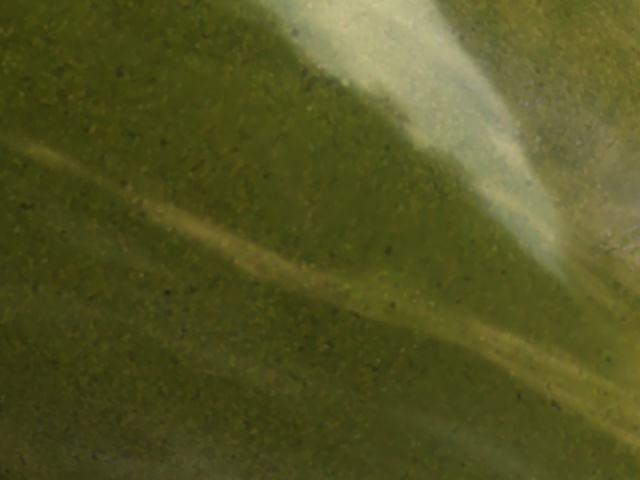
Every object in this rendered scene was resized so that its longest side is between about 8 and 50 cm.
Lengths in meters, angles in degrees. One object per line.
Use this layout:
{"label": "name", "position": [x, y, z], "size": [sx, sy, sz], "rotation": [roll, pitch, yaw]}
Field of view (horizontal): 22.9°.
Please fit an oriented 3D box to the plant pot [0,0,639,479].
{"label": "plant pot", "position": [0.000, 0.000, 0.484], "size": [0.353, 0.366, 0.366], "rotation": [32, 11, 3]}
